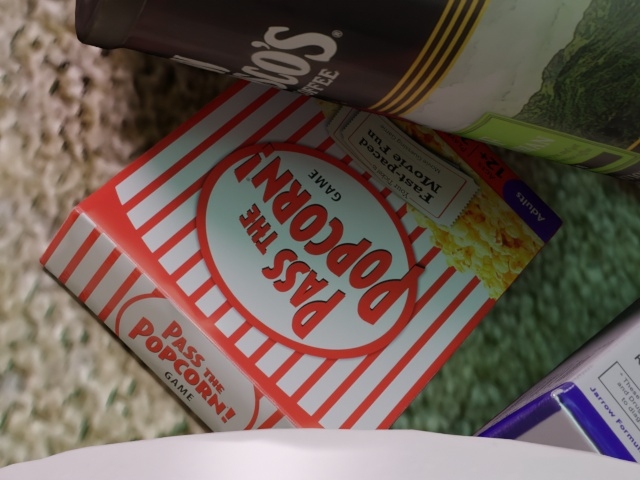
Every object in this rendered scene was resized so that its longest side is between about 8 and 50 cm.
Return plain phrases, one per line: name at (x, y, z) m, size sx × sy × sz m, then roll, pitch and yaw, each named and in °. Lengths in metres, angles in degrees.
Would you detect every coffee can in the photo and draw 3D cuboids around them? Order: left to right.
coffee can at (0.061, -0.142, 0.609) m, size 0.275 × 0.201 × 0.201 m, roll 13°, pitch 55°, yaw -15°

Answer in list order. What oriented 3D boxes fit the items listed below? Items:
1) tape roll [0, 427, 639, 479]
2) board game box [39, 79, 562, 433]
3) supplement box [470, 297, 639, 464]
tape roll at (0.008, 0.155, 0.400) m, size 0.286 × 0.286 × 0.100 m, roll 17°, pitch 53°, yaw -23°
board game box at (0.000, 0.000, 0.650) m, size 0.147 × 0.045 × 0.193 m, roll 44°, pitch 48°, yaw 1°
supplement box at (0.160, 0.079, 0.659) m, size 0.220 × 0.111 × 0.114 m, roll -33°, pitch 82°, yaw -41°
